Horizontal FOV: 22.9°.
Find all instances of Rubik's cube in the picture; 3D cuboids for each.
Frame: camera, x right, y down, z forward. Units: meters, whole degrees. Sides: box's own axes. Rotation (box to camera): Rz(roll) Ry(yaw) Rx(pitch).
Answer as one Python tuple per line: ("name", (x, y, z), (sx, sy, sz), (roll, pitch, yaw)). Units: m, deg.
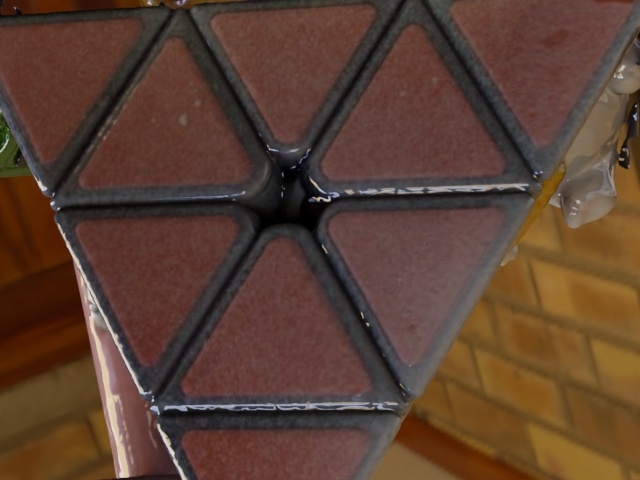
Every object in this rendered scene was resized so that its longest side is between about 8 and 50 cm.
("Rubik's cube", (-0.001, -0.001, 0.728), (0.228, 0.233, 0.229), (-15, -160, -30))

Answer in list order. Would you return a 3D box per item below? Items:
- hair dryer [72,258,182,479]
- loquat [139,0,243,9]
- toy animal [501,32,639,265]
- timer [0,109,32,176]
("hair dryer", (-0.126, 0.099, 0.997), (0.125, 0.352, 0.210), (-22, 165, 24))
("loquat", (-0.019, -0.184, 1.010), (0.234, 0.187, 0.176), (14, -148, -21))
("toy animal", (0.118, -0.114, 1.341), (0.310, 0.247, 0.183), (-6, 154, -19))
("timer", (-0.239, -0.105, 1.382), (0.128, 0.047, 0.140), (-7, 151, -33))
